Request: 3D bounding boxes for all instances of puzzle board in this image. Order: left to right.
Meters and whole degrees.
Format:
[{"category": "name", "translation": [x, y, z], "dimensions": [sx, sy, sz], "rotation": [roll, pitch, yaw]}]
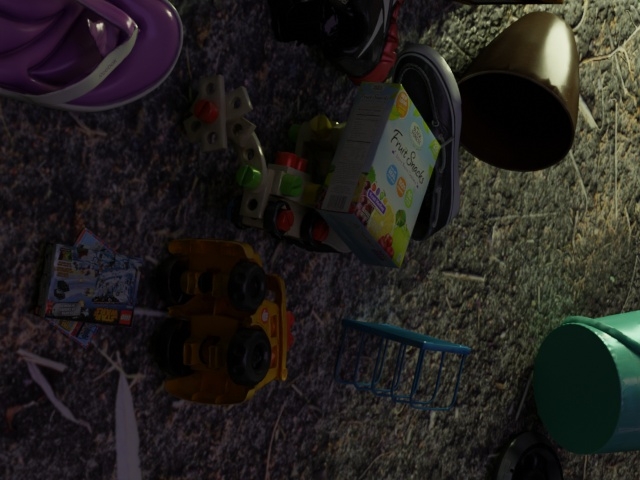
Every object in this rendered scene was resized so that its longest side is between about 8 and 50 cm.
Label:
[{"category": "puzzle board", "translation": [-0.302, 0.062, 1.673], "dimensions": [0.096, 0.011, 0.128], "rotation": [44, 65, -41]}]

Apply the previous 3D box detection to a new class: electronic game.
[{"category": "electronic game", "translation": [0.385, 0.469, 2.420], "dimensions": [0.229, 0.048, 0.229], "rotation": [1, 88, -49]}]

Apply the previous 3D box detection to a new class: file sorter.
[{"category": "file sorter", "translation": [0.123, 0.193, 2.019], "dimensions": [0.118, 0.170, 0.104], "rotation": [10, 92, -46]}]

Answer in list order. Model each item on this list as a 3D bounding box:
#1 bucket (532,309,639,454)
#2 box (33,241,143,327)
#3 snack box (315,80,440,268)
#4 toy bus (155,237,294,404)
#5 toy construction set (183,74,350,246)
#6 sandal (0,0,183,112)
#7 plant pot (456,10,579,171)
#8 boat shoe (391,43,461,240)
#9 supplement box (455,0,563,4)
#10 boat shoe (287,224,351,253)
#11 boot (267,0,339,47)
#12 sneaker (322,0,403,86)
[{"category": "bucket", "translation": [0.533, 0.261, 2.374], "dimensions": [0.183, 0.281, 0.281], "rotation": [-2, 99, -31]}, {"category": "box", "translation": [-0.294, 0.058, 1.652], "dimensions": [0.137, 0.027, 0.094], "rotation": [12, 86, -45]}, {"category": "snack box", "translation": [0.085, -0.091, 1.825], "dimensions": [0.174, 0.070, 0.207], "rotation": [47, 56, -54]}, {"category": "toy bus", "translation": [-0.109, 0.100, 1.795], "dimensions": [0.211, 0.149, 0.220], "rotation": [-10, 101, -58]}, {"category": "toy construction set", "translation": [-0.045, -0.109, 1.806], "dimensions": [0.327, 0.151, 0.215], "rotation": [15, 86, -46]}, {"category": "sandal", "translation": [-0.313, -0.233, 1.545], "dimensions": [0.416, 0.102, 0.169], "rotation": [-8, 102, -45]}, {"category": "plant pot", "translation": [0.345, -0.269, 2.163], "dimensions": [0.215, 0.215, 0.230], "rotation": [59, 43, -34]}, {"category": "boat shoe", "translation": [0.150, -0.148, 2.030], "dimensions": [0.105, 0.113, 0.306], "rotation": [-38, 133, -52]}, {"category": "supplement box", "translation": [0.257, -0.449, 2.027], "dimensions": [0.191, 0.194, 0.129], "rotation": [5, 93, -46]}, {"category": "boat shoe", "translation": [0.000, 0.000, 1.954], "dimensions": [0.125, 0.038, 0.046], "rotation": [8, 58, -50]}, {"category": "boot", "translation": [-0.026, -0.329, 1.825], "dimensions": [0.045, 0.099, 0.121], "rotation": [-26, 115, -42]}, {"category": "sneaker", "translation": [0.065, -0.369, 1.913], "dimensions": [0.135, 0.097, 0.276], "rotation": [11, 90, -48]}]
